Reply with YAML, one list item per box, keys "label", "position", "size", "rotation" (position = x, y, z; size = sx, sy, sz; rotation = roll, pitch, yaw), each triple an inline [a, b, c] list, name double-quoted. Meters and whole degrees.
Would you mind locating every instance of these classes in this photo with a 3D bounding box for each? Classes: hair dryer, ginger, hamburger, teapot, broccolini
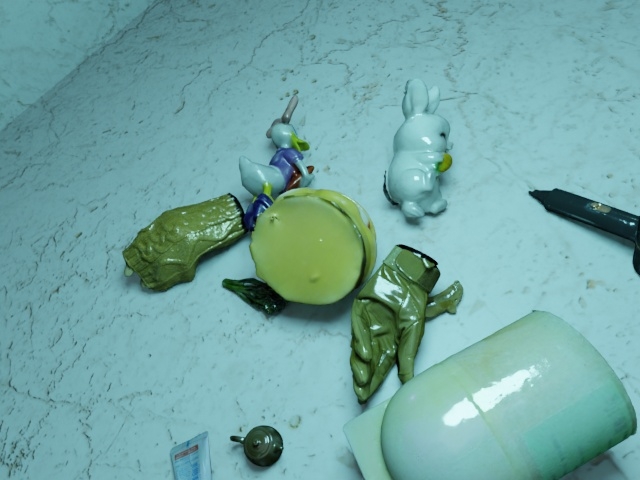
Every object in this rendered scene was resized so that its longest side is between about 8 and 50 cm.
- label: "hair dryer"
  position: [0.599, -0.061, 0.921]
  size: [0.107, 0.189, 0.352]
  rotation: [-41, 43, -14]
- label: "ginger"
  position: [0.256, 0.139, 0.956]
  size: [0.137, 0.044, 0.057]
  rotation: [-23, 37, -2]
- label: "hamburger"
  position: [0.000, 0.000, 0.999]
  size: [0.277, 0.276, 0.237]
  rotation: [4, 15, 18]
- label: "teapot"
  position: [-0.126, 0.408, 0.871]
  size: [0.121, 0.068, 0.076]
  rotation: [4, 59, 18]
- label: "broccolini"
  position: [-0.171, 0.126, 1.072]
  size: [0.203, 0.068, 0.091]
  rotation: [9, 80, 22]

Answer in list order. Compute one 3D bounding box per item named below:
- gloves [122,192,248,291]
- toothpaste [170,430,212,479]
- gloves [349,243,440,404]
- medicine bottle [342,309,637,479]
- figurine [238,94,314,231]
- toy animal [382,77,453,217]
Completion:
- label: "gloves"
  position: [-0.367, -0.007, 1.160]
  size: [0.357, 0.155, 0.203]
  rotation: [-35, 51, -4]
- label: "toothpaste"
  position: [-0.246, 0.504, 0.858]
  size: [0.090, 0.057, 0.234]
  rotation: [-25, 48, -3]
- label: "gloves"
  position: [0.137, 0.172, 0.892]
  size: [0.141, 0.154, 0.330]
  rotation: [9, 71, 60]
- label: "medicine bottle"
  position: [0.257, 0.311, 0.722]
  size: [0.407, 0.235, 0.235]
  rotation: [-28, 55, -3]
- label: "figurine"
  position: [-0.122, -0.200, 1.188]
  size: [0.154, 0.193, 0.420]
  rotation: [-33, 29, 50]
- label: "toy animal"
  position: [0.245, -0.224, 1.083]
  size: [0.154, 0.209, 0.324]
  rotation: [-4, 97, 32]
